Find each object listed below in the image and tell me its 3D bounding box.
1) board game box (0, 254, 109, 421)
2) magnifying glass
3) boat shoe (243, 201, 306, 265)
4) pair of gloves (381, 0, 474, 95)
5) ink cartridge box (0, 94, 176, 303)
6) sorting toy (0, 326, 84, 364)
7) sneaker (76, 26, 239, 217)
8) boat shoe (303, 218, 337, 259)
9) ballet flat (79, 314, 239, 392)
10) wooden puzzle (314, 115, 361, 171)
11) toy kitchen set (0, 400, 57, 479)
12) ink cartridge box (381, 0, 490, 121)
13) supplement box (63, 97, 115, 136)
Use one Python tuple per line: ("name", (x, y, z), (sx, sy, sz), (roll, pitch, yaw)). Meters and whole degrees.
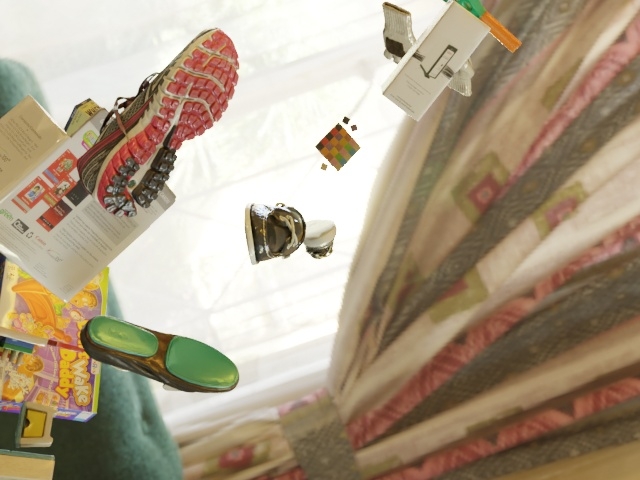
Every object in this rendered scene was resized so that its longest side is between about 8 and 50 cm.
("board game box", (-0.595, 0.203, 2.040), (0.078, 0.233, 0.347), (-38, -134, 50))
("magnifying glass", (0.292, -0.446, 1.791), (0.231, 0.026, 0.092), (44, -13, -1))
("boat shoe", (-0.079, -0.021, 1.698), (0.302, 0.091, 0.114), (-69, 155, -80))
("pair of gloves", (0.234, -0.413, 2.070), (0.240, 0.042, 0.204), (32, -13, 15))
("ink cartridge box", (-0.422, -0.081, 1.546), (0.130, 0.272, 0.309), (43, -10, 28))
("sorting toy", (-0.476, 0.142, 1.341), (0.274, 0.132, 0.046), (24, 76, -44))
("sneaker", (-0.232, -0.181, 1.311), (0.112, 0.299, 0.121), (39, -2, 33))
("boat shoe", (0.000, 0.000, 1.960), (0.070, 0.078, 0.219), (65, -5, -9))
("ballet flat", (-0.279, 0.204, 1.618), (0.096, 0.280, 0.095), (125, -15, -49))
("wooden puzzle", (0.025, -0.129, 1.295), (0.049, 0.083, 0.006), (47, -15, -15))
("toy kitchen set", (-0.533, 0.352, 1.660), (0.207, 0.122, 0.166), (133, -36, -60))
("ink cartridge box", (0.203, -0.325, 1.680), (0.086, 0.203, 0.148), (36, 13, -6))
("supplement box", (-0.477, -0.234, 1.943), (0.083, 0.083, 0.056), (38, 34, 1))
